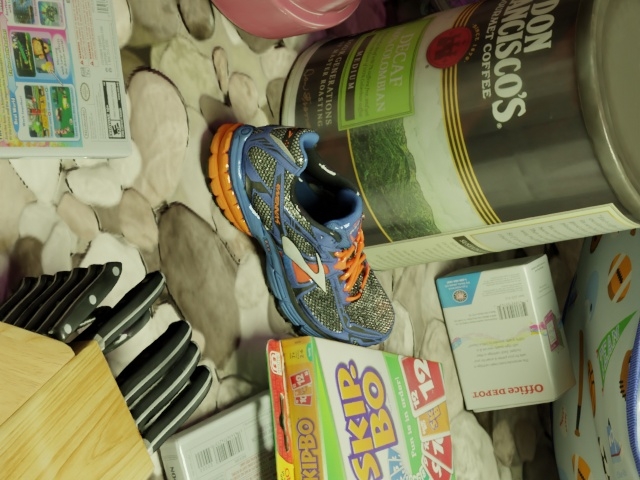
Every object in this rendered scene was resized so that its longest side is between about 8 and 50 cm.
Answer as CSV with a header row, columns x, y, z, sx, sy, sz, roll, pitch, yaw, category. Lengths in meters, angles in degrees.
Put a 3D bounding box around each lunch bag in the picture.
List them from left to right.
x,y,z,sx,sy,sz,roll,pitch,yaw,category
0.335,0.096,1.595,0.328,0.239,0.385,109,0,-74,lunch bag

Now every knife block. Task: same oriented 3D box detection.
x,y,z,sx,sy,sz,roll,pitch,yaw,category
-0.163,0.139,1.094,0.242,0.088,0.275,26,60,-49,knife block

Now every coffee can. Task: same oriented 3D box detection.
x,y,z,sx,sy,sz,roll,pitch,yaw,category
0.137,-0.089,1.428,0.201,0.275,0.201,21,64,-52,coffee can

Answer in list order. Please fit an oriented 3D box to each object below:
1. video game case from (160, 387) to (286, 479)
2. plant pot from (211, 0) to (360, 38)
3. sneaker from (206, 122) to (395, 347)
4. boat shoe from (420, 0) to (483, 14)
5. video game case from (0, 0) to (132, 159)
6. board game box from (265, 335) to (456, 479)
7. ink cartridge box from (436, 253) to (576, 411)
x,y,z,sx,sy,sz,roll,pitch,yaw,category
-0.036,0.201,1.325,0.190,0.022,0.173,-21,98,-57,video game case
0.015,-0.268,1.384,0.201,0.180,0.201,21,64,-51,plant pot
0.000,0.000,1.372,0.221,0.087,0.083,54,42,-33,sneaker
0.167,-0.190,1.676,0.320,0.103,0.118,43,67,-34,boat shoe
-0.185,-0.131,1.199,0.143,0.019,0.157,-4,86,-56,video game case
0.036,0.145,1.405,0.259,0.039,0.124,15,66,-58,board game box
0.162,0.081,1.586,0.052,0.089,0.122,-20,99,-59,ink cartridge box
